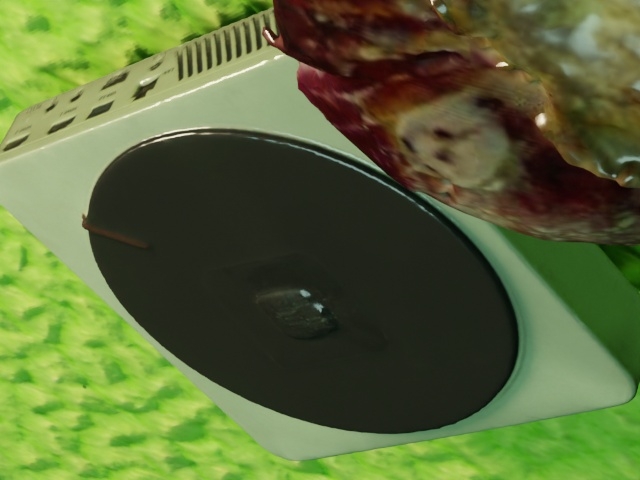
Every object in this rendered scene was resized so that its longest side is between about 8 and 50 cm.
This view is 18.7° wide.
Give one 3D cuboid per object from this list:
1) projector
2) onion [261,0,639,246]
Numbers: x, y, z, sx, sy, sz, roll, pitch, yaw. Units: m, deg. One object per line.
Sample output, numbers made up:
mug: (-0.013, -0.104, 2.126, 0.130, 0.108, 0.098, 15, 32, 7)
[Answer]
projector: (0.000, 0.000, 0.983, 0.257, 0.079, 0.259, -16, 129, 41)
onion: (0.143, -0.143, 0.565, 0.260, 0.282, 0.336, 16, 131, 6)
